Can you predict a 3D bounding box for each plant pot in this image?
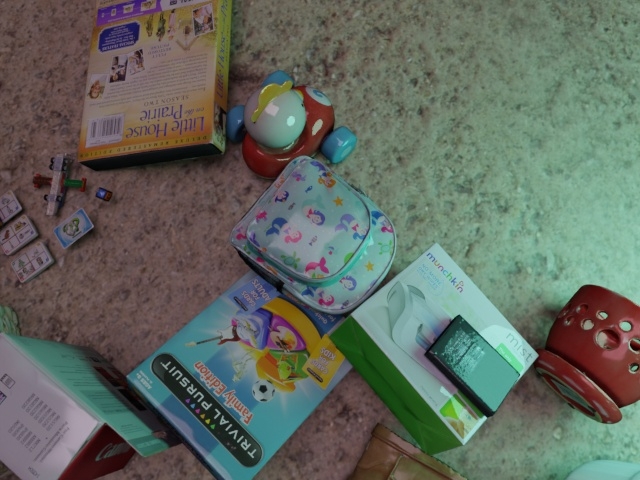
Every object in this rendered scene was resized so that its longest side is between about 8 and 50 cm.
[{"bbox_3d":[0.473,0.196,0.987,0.191,0.191,0.174,44,84,11],"label":"plant pot"}]

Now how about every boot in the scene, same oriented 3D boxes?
[{"bbox_3d":[0.121,0.481,0.972,0.236,0.089,0.269,26,76,25],"label":"boot"}]

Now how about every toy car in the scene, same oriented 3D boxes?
[{"bbox_3d":[-0.065,-0.233,1.085,0.210,0.238,0.219,-44,79,-9],"label":"toy car"}]

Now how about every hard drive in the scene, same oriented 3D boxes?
[{"bbox_3d":[0.239,0.195,0.911,0.135,0.022,0.094,45,58,7],"label":"hard drive"}]

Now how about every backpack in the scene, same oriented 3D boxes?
[{"bbox_3d":[0.000,0.000,0.990,0.253,0.191,0.225,40,80,0],"label":"backpack"}]

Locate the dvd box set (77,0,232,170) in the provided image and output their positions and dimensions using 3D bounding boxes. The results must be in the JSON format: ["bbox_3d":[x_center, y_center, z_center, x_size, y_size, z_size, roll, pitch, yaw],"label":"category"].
[{"bbox_3d":[-0.328,-0.359,1.174,0.307,0.062,0.420,-5,74,18],"label":"dvd box set"}]

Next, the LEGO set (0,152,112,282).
[{"bbox_3d":[-0.530,-0.057,1.160,0.244,0.060,0.182,-37,77,4],"label":"LEGO set"}]

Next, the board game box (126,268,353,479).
[{"bbox_3d":[-0.112,0.214,0.997,0.254,0.079,0.336,42,60,11],"label":"board game box"}]

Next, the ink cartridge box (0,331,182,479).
[{"bbox_3d":[-0.372,0.289,0.920,0.272,0.309,0.130,36,79,10],"label":"ink cartridge box"}]

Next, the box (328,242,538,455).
[{"bbox_3d":[0.190,0.180,0.990,0.231,0.127,0.262,-35,79,-30],"label":"box"}]

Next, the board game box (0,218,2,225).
[{"bbox_3d":[-0.879,-0.125,1.009,0.356,0.356,0.357,-32,77,-3],"label":"board game box"}]

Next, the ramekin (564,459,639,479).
[{"bbox_3d":[0.476,0.476,0.891,0.277,0.135,0.277,4,82,-30],"label":"ramekin"}]

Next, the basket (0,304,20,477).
[{"bbox_3d":[-0.686,0.283,0.954,0.331,0.266,0.328,-20,76,-5],"label":"basket"}]
